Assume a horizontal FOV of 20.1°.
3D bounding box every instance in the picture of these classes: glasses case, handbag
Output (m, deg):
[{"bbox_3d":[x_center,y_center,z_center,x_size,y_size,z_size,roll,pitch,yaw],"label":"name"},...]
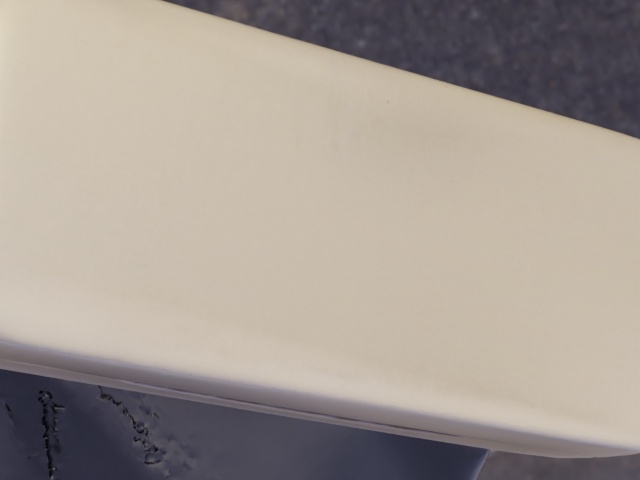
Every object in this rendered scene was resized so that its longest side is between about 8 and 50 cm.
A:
[{"bbox_3d":[0.000,0.000,0.731,0.336,0.144,0.076,14,164,-31],"label":"glasses case"},{"bbox_3d":[-0.098,0.112,1.036,0.288,0.342,0.152,-45,-171,-21],"label":"handbag"}]
